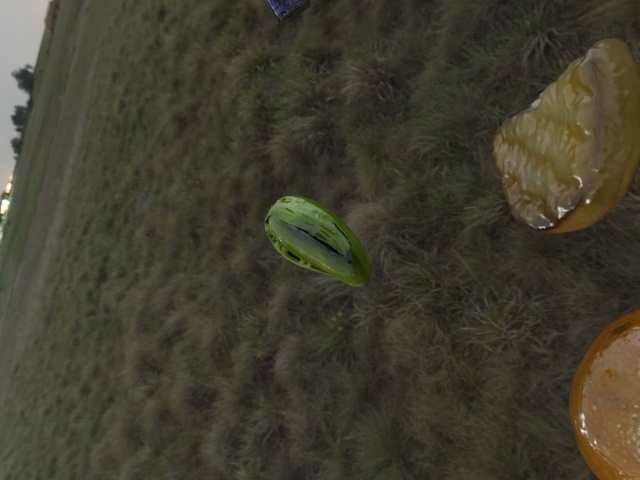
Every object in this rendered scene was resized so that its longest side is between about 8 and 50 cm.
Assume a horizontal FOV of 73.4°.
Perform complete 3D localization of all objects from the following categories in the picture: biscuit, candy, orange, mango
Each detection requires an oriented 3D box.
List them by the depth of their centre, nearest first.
[{"bbox_3d":[0.374,0.176,0.437,0.170,0.224,0.224,35,107,62],"label":"orange"},{"bbox_3d":[0.000,0.000,0.538,0.165,0.074,0.091,33,149,26],"label":"mango"},{"bbox_3d":[0.320,-0.117,0.571,0.274,0.091,0.213,-121,27,-87],"label":"biscuit"},{"bbox_3d":[-0.139,-0.632,0.934,0.088,0.312,0.061,-33,10,1],"label":"candy"}]
